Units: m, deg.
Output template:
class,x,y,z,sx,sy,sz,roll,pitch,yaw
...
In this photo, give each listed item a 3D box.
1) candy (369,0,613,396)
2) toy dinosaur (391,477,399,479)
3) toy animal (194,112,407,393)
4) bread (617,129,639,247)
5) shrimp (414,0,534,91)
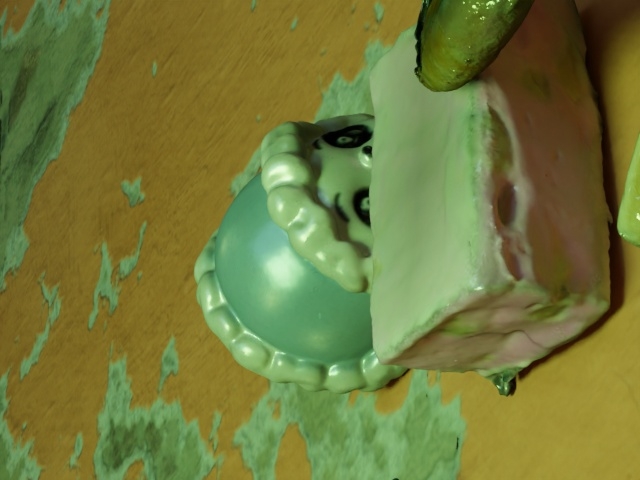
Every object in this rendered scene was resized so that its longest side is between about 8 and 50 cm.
class,x,y,z,sx,sy,sz,roll,pitch,yaw
candy,0.116,-0.042,1.360,0.155,0.115,0.265,-45,38,52
toy dinosaur,0.140,0.295,1.183,0.331,0.129,0.383,-24,54,46
toy animal,0.000,0.000,1.526,0.204,0.156,0.208,-60,33,37
bread,0.240,-0.032,1.139,0.125,0.082,0.106,22,107,47
shrimp,0.108,-0.193,1.224,0.262,0.066,0.117,126,142,-49
